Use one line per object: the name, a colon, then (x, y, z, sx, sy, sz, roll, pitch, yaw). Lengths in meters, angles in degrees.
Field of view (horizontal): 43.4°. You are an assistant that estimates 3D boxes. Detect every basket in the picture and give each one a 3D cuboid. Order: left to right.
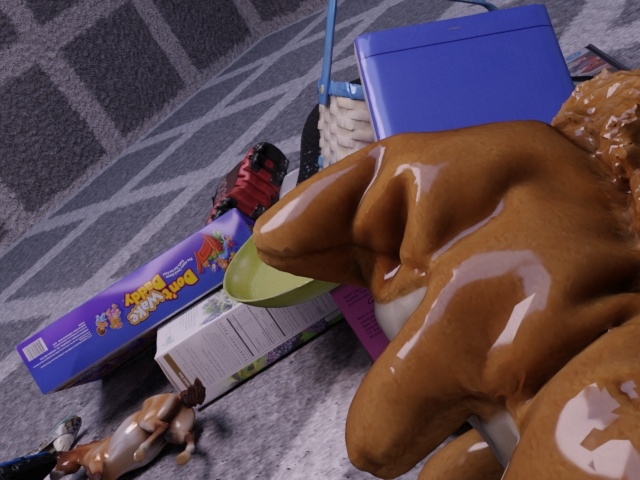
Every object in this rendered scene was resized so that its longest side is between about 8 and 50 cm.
basket: (0.111, -0.205, 1.111, 0.254, 0.289, 0.201, 9, 14, -19)

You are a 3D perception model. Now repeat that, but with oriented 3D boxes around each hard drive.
hard drive: (0.167, -0.086, 0.809, 0.210, 0.040, 0.319, -10, 67, -2)

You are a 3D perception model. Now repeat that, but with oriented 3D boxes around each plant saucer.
plant saucer: (0.000, 0.000, 0.903, 0.240, 0.037, 0.241, -28, 23, 13)

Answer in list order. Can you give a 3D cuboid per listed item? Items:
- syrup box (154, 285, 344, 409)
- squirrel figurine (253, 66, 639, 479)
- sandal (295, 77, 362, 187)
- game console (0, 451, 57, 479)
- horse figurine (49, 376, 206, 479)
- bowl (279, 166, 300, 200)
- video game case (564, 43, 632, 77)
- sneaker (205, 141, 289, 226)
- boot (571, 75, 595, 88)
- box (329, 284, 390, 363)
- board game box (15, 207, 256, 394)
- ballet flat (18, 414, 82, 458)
syrup box: (-0.092, 0.105, 1.042, 0.236, 0.096, 0.093, -33, 19, 1)
squirrel figurine: (0.199, 0.056, 0.522, 0.397, 0.281, 0.370, -34, 27, 2)
sandal: (0.043, -0.116, 1.316, 0.167, 0.107, 0.446, 0, 45, 19)
game console: (-0.382, 0.396, 0.849, 0.293, 0.173, 0.250, -45, -9, -3)
horse figurine: (-0.221, 0.244, 0.952, 0.263, 0.066, 0.174, -38, 14, 8)
bowl: (-0.016, -0.101, 1.448, 0.142, 0.053, 0.142, -28, 23, 14)
video game case: (0.327, -0.187, 1.177, 0.248, 0.035, 0.275, -28, 22, 12)
sneaker: (-0.154, -0.059, 1.495, 0.135, 0.097, 0.276, -35, 24, 47)
boot: (0.313, -0.232, 1.110, 0.121, 0.099, 0.045, -10, 32, 44)
box: (0.109, 0.004, 0.954, 0.213, 0.117, 0.243, -31, 21, 4)
board game box: (-0.231, 0.088, 1.171, 0.347, 0.078, 0.233, -33, -5, 1)
ballet flat: (-0.374, 0.294, 1.120, 0.114, 0.041, 0.041, -40, 22, -16)
